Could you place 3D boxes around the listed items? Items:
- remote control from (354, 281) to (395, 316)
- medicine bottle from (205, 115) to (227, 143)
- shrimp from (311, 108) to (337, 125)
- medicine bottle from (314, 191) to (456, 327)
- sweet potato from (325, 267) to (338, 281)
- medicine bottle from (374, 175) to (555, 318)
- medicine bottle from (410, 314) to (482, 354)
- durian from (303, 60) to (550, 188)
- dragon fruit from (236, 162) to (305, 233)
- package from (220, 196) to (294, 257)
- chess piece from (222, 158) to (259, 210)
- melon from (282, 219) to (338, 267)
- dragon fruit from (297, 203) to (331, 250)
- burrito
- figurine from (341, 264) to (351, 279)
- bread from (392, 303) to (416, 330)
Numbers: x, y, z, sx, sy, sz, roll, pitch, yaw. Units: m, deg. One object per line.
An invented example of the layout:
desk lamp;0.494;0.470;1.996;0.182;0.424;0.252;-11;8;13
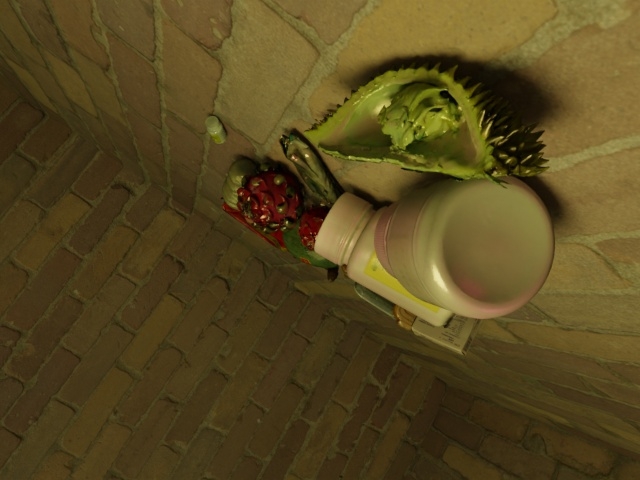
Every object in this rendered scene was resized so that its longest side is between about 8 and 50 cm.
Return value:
remote control;0.259;0.252;1.917;0.248;0.104;0.052;32;125;-7
medicine bottle;-0.306;-0.324;1.262;0.047;0.047;0.083;29;167;14
shrimp;0.038;-0.227;0.844;0.165;0.056;0.065;9;170;37
medicine bottle;0.192;0.041;1.096;0.379;0.213;0.213;28;165;13
sweet potato;0.038;0.077;1.540;0.075;0.075;0.269;38;-155;-20
medicine bottle;0.240;0.004;0.807;0.241;0.241;0.302;35;175;-11
medicine bottle;0.429;0.271;1.462;0.201;0.171;0.052;18;163;42
durian;0.154;-0.150;0.622;0.356;0.169;0.157;25;165;44
dragon fruit;-0.140;-0.112;1.306;0.218;0.198;0.272;36;169;29
package;-0.202;-0.066;1.758;0.424;0.123;0.196;38;167;-25
chess piece;-0.268;-0.198;1.472;0.133;0.133;0.243;33;162;-4
melon;0.000;0.000;1.440;0.288;0.182;0.182;18;160;39
dragon fruit;0.000;-0.039;1.287;0.133;0.136;0.165;21;-151;-18
burrito;-0.012;-0.166;1.127;0.096;0.066;0.309;35;171;38
figurine;0.167;0.076;1.459;0.194;0.133;0.274;4;170;-15
bread;0.379;0.323;1.842;0.149;0.122;0.073;31;163;2
